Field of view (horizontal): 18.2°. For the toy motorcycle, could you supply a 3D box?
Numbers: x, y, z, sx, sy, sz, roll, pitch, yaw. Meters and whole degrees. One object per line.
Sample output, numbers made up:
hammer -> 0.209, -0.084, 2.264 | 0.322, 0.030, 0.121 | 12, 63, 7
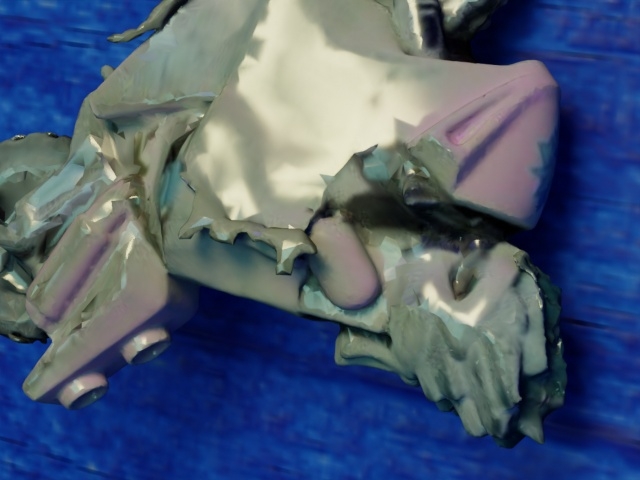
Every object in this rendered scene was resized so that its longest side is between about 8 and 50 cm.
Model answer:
toy motorcycle -> -0.002, -0.001, 0.683 | 0.239, 0.108, 0.204 | -41, 71, 26
